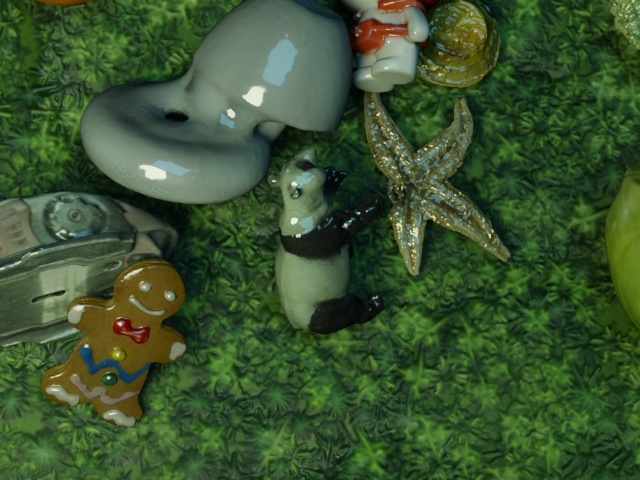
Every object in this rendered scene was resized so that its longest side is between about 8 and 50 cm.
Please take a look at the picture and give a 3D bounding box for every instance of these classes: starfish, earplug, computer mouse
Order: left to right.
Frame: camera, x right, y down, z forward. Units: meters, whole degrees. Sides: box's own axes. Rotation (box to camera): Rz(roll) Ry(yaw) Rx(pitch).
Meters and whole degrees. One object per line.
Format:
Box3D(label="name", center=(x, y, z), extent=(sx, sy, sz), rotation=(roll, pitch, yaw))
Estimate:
Box3D(label="computer mouse", center=(-0.343, 0.030, 1.706), extent=(0.389, 0.199, 0.115), rotation=(-14, 59, -18))
Box3D(label="earplug", center=(-0.109, -0.156, 1.760), extent=(0.325, 0.175, 0.214), rotation=(-32, 48, -16))
Box3D(label="starfish", center=(0.134, -0.083, 1.859), extent=(0.138, 0.050, 0.247), rotation=(-12, 84, -12))

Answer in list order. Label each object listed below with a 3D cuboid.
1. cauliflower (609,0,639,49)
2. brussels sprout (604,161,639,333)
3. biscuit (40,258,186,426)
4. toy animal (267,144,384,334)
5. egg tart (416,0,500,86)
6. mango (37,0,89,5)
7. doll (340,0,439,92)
Box3D(label="cauliflower", center=(0.501, -0.287, 1.848), extent=(0.275, 0.250, 0.272), rotation=(-37, 85, -8))
Box3D(label="brussels sprout", center=(0.490, 0.010, 1.781), extent=(0.344, 0.268, 0.344), rotation=(4, 72, -11))
Box3D(label="biscuit", center=(-0.214, 0.107, 1.717), extent=(0.138, 0.031, 0.205), rotation=(26, 109, -20))
Box3D(label="toy animal", center=(0.000, 0.000, 1.764), extent=(0.121, 0.225, 0.094), rotation=(-24, 39, -30))
Box3D(label="egg tart", center=(0.155, -0.246, 1.890), extent=(0.130, 0.052, 0.130), rotation=(2, 77, -7))
Box3D(label="mango", center=(-0.366, -0.407, 1.780), extent=(0.350, 0.201, 0.199), rotation=(33, 47, 7))
Box3D(label="doll", center=(0.084, -0.318, 1.838), extent=(0.130, 0.161, 0.290), rotation=(14, 71, -30))
